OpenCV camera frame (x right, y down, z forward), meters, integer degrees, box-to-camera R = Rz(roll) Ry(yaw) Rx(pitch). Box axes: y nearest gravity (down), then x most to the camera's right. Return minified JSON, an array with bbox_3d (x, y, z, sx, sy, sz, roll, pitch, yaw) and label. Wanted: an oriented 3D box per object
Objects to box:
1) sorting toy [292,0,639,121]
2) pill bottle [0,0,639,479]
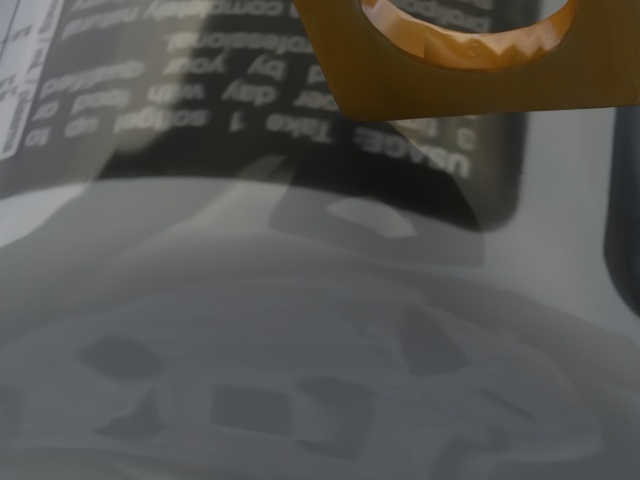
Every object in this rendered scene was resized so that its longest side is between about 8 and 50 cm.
[{"bbox_3d":[0.153,-0.040,0.280,0.196,0.348,0.047,51,-140,-42],"label":"sorting toy"},{"bbox_3d":[0.000,0.000,0.485,0.210,0.210,0.363,24,-128,-16],"label":"pill bottle"}]
